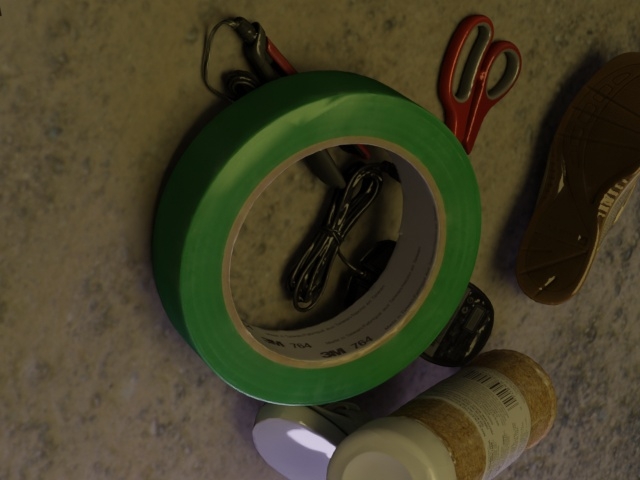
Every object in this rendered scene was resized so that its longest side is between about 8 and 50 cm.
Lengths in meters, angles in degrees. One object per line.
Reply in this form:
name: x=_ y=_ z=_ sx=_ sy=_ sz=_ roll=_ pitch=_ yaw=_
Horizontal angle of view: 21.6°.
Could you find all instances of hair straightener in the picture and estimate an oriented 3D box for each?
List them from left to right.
hair straightener: x=-0.040 y=-0.123 z=1.595 sx=0.089 sy=0.047 sz=0.230 roll=-52 pitch=132 yaw=-14

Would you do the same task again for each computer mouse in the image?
computer mouse: x=0.089 y=0.017 z=1.756 sx=0.262 sy=0.060 sz=0.184 roll=23 pitch=94 yaw=-32

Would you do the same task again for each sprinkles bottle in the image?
sprinkles bottle: x=0.134 y=0.207 z=1.732 sx=0.355 sy=0.121 sz=0.121 roll=-20 pitch=120 yaw=-61

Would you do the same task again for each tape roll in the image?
tape roll: x=0.000 y=0.000 z=1.608 sx=0.321 sy=0.077 sz=0.321 roll=-11 pitch=117 yaw=-24

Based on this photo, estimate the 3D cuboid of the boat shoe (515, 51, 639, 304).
boat shoe: x=0.303 y=-0.068 z=1.892 sx=0.098 sy=0.109 sz=0.302 roll=33 pitch=80 yaw=-83

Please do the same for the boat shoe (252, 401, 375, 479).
boat shoe: x=0.024 y=0.213 z=1.747 sx=0.267 sy=0.096 sz=0.088 roll=39 pitch=48 yaw=-41

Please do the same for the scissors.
scissors: x=0.136 y=-0.092 z=1.785 sx=0.109 sy=0.021 sz=0.297 roll=19 pitch=93 yaw=-46
